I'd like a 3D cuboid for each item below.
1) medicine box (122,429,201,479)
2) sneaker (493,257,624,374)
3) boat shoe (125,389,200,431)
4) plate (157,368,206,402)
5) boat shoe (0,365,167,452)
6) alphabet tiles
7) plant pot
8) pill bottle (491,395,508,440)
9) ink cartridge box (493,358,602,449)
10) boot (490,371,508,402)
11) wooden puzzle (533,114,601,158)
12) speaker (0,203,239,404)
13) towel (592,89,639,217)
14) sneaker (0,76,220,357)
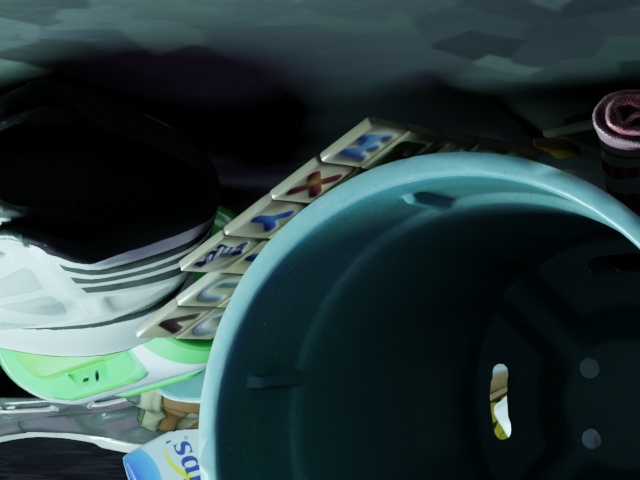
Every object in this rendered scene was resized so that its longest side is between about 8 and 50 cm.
[{"bbox_3d":[-0.047,0.248,2.130,0.289,0.149,0.263,-26,169,-5],"label":"medicine box"},{"bbox_3d":[0.088,0.063,1.590,0.319,0.112,0.131,-14,167,23],"label":"sneaker"},{"bbox_3d":[-0.096,0.124,1.761,0.120,0.123,0.324,15,176,3],"label":"boat shoe"},{"bbox_3d":[-0.039,0.081,1.529,0.188,0.024,0.188,-12,-167,3],"label":"plate"},{"bbox_3d":[-0.313,0.168,2.199,0.335,0.095,0.112,4,-156,0],"label":"boat shoe"},{"bbox_3d":[0.000,0.000,1.236,0.237,0.009,0.198,-37,158,28],"label":"alphabet tiles"},{"bbox_3d":[0.149,0.119,1.267,0.341,0.341,0.334,-5,178,25],"label":"plant pot"},{"bbox_3d":[0.099,0.142,1.836,0.208,0.119,0.119,-9,174,-32],"label":"pill bottle"},{"bbox_3d":[0.315,0.152,1.540,0.197,0.198,0.270,-42,156,30],"label":"ink cartridge box"},{"bbox_3d":[0.158,0.076,1.679,0.305,0.112,0.115,-10,163,3],"label":"boot"},{"bbox_3d":[0.180,-0.068,1.194,0.116,0.014,0.078,-8,170,34],"label":"wooden puzzle"},{"bbox_3d":[-0.150,0.050,1.487,0.131,0.131,0.296,7,167,-27],"label":"speaker"},{"bbox_3d":[0.288,-0.046,1.185,0.237,0.037,0.329,-1,172,10],"label":"towel"},{"bbox_3d":[-0.273,-0.022,1.167,0.447,0.169,0.257,-4,161,-17],"label":"sneaker"}]
